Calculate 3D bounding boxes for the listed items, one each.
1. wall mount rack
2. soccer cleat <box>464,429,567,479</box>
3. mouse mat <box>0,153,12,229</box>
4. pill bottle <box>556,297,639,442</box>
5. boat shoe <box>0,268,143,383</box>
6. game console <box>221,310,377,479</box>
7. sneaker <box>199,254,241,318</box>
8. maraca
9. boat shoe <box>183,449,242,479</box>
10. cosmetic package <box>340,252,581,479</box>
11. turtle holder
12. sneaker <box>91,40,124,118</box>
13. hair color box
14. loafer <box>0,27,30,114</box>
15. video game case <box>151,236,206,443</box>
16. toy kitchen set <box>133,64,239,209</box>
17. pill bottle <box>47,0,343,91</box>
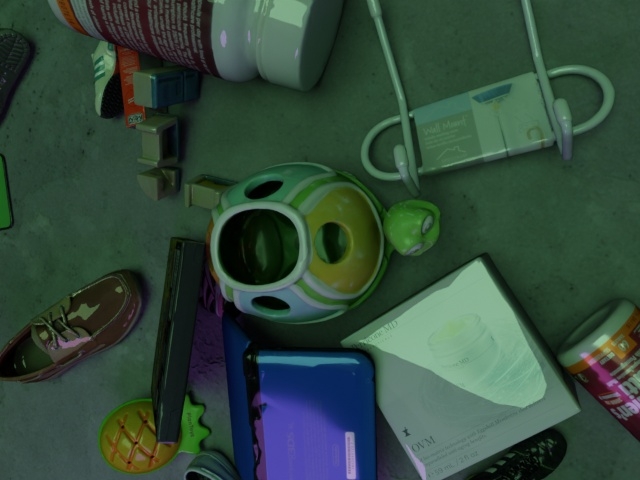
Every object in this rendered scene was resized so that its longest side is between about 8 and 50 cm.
[{"bbox_3d":[0.199,-0.226,0.792,0.350,0.130,0.303,-14,64,18],"label":"wall mount rack"},{"bbox_3d":[0.267,0.330,0.808,0.179,0.072,0.060,-41,79,16],"label":"soccer cleat"},{"bbox_3d":[-0.703,-0.086,1.173,0.190,0.007,0.152,-9,89,21],"label":"mouse mat"},{"bbox_3d":[0.420,0.189,0.725,0.221,0.121,0.121,46,105,13],"label":"pill bottle"},{"bbox_3d":[-0.451,0.166,1.032,0.324,0.116,0.123,-39,79,16],"label":"boat shoe"},{"bbox_3d":[-0.039,0.265,0.863,0.251,0.173,0.292,-1,105,8],"label":"game console"},{"bbox_3d":[-0.172,0.039,0.959,0.077,0.072,0.178,7,88,30],"label":"sneaker"},{"bbox_3d":[-0.286,0.331,0.994,0.186,0.099,0.127,-12,90,-7],"label":"maraca"},{"bbox_3d":[-0.138,0.447,0.947,0.227,0.081,0.079,43,105,9],"label":"boat shoe"},{"bbox_3d":[0.189,0.169,0.798,0.224,0.138,0.224,-35,79,17],"label":"cosmetic package"},{"bbox_3d":[-0.011,0.016,0.816,0.321,0.227,0.243,22,98,18],"label":"turtle holder"},{"bbox_3d":[-0.376,-0.299,1.033,0.075,0.057,0.161,20,100,35],"label":"sneaker"},{"bbox_3d":[-0.303,-0.261,0.992,0.043,0.072,0.141,-8,88,19],"label":"hair color box"},{"bbox_3d":[-0.652,-0.302,1.116,0.251,0.094,0.087,-50,51,5],"label":"loafer"},{"bbox_3d":[-0.223,0.132,0.889,0.035,0.248,0.274,8,89,-18],"label":"video game case"},{"bbox_3d":[-0.200,-0.168,0.956,0.166,0.122,0.207,15,116,18],"label":"toy kitchen set"},{"bbox_3d":[-0.177,-0.366,0.854,0.393,0.224,0.223,20,98,9],"label":"pill bottle"}]
